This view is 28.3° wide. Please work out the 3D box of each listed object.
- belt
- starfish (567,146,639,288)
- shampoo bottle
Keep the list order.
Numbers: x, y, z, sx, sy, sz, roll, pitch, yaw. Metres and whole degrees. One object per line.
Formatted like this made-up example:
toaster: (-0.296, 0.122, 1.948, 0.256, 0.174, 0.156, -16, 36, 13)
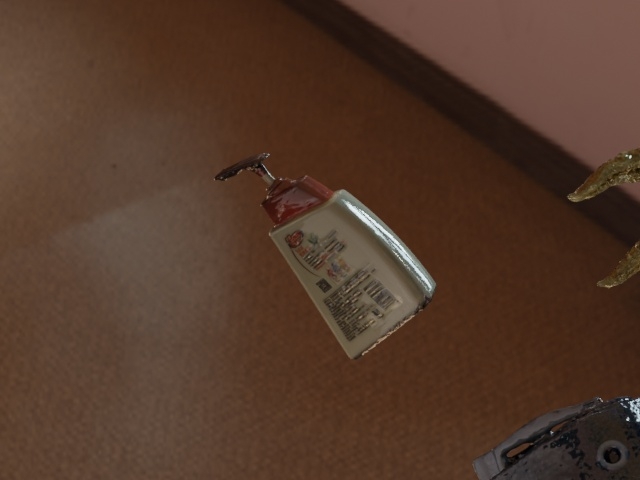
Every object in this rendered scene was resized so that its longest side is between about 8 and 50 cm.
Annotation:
belt: (0.224, 0.222, 1.170, 0.122, 0.218, 0.128, 3, 54, -43)
starfish: (0.404, -0.091, 1.215, 0.358, 0.347, 0.078, -2, 51, -16)
shampoo bottle: (0.000, 0.000, 1.533, 0.284, 0.153, 0.071, 48, 33, -5)
